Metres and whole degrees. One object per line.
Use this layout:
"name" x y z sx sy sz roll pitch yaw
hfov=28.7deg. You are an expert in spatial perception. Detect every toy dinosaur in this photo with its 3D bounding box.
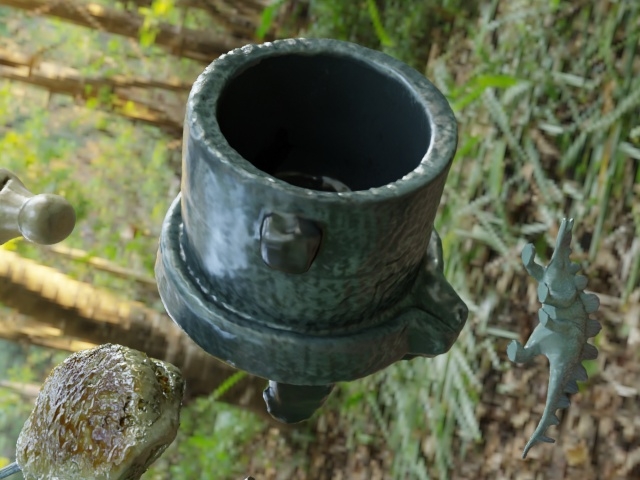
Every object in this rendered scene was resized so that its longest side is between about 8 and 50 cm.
"toy dinosaur" 0.200 0.085 1.056 0.039 0.082 0.208 11 92 56

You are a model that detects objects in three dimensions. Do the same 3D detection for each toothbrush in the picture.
"toothbrush" -0.489 0.350 1.763 0.219 0.019 0.016 -28 11 27

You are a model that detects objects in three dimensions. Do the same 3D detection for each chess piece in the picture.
"chess piece" -0.395 -0.043 1.340 0.139 0.307 0.124 62 -137 -57

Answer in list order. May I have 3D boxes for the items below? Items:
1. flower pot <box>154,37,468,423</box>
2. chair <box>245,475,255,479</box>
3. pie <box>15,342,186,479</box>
"flower pot" 0.000 0.000 1.155 0.299 0.299 0.282 -85 5 -47
"chair" -0.048 0.437 1.778 0.084 0.101 0.212 -23 -72 -79
"pie" -0.206 0.167 1.151 0.193 0.079 0.163 -4 57 41
